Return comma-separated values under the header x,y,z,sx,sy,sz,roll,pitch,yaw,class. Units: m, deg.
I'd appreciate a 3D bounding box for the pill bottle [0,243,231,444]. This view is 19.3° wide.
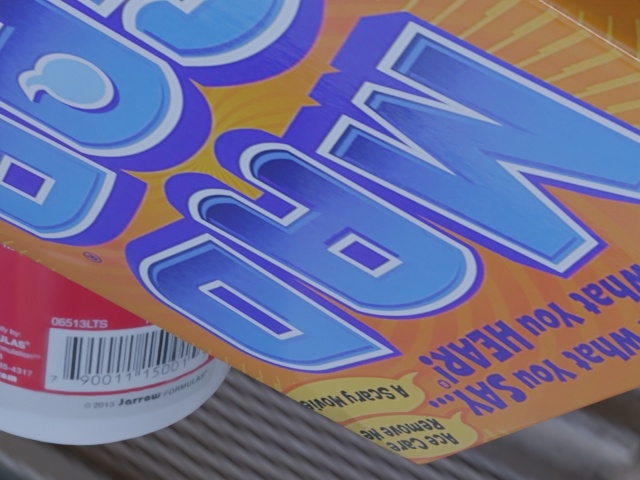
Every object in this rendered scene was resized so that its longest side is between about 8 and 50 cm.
x,y,z,sx,sy,sz,roll,pitch,yaw,class
-0.141,-0.091,1.173,0.229,0.229,0.407,28,129,23,pill bottle

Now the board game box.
x,y,z,sx,sy,sz,roll,pitch,yaw,class
0.027,-0.177,0.700,0.356,0.356,0.356,30,155,-13,board game box
